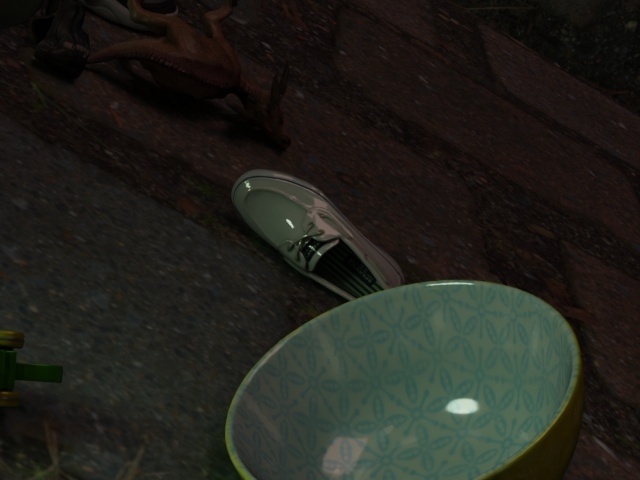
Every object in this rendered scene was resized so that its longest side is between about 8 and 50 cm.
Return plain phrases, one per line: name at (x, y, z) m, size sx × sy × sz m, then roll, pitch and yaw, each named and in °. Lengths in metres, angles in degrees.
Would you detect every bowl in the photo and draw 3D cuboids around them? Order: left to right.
bowl at (0.083, 0.175, 1.141) m, size 0.289 × 0.289 × 0.156 m, roll -105°, pitch 176°, yaw -61°

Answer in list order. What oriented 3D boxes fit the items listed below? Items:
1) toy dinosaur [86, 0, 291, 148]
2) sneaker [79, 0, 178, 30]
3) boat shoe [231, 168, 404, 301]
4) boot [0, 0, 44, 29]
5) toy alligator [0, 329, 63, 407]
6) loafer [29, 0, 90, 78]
toy dinosaur at (-0.150, -0.216, 1.780) m, size 0.296 × 0.127 × 0.200 m, roll 1°, pitch 44°, yaw -46°
sneaker at (-0.288, -0.392, 1.911) m, size 0.268 × 0.153 × 0.101 m, roll 19°, pitch 25°, yaw -33°
boat shoe at (0.000, 0.000, 1.556) m, size 0.226 × 0.083 × 0.076 m, roll 31°, pitch 20°, yaw -7°
boot at (-0.397, -0.215, 1.373) m, size 0.246 × 0.083 × 0.161 m, roll -5°, pitch 28°, yaw -1°
toy alligator at (-0.274, 0.090, 1.012) m, size 0.051 × 0.056 × 0.190 m, roll -6°, pitch -11°, yaw 44°
loafer at (-0.321, -0.258, 1.701) m, size 0.061 × 0.062 × 0.170 m, roll 17°, pitch 25°, yaw -26°
